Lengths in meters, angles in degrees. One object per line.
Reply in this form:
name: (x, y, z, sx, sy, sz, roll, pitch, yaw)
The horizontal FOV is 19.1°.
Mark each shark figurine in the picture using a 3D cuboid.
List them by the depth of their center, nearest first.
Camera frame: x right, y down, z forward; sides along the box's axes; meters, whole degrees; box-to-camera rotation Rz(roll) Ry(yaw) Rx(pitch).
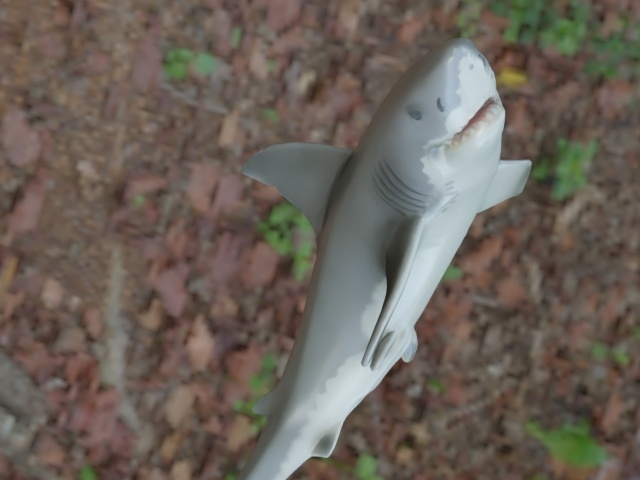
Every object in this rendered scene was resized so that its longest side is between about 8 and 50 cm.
shark figurine: (-0.005, 0.018, 0.860, 0.278, 0.116, 0.166, -60, 165, 15)
